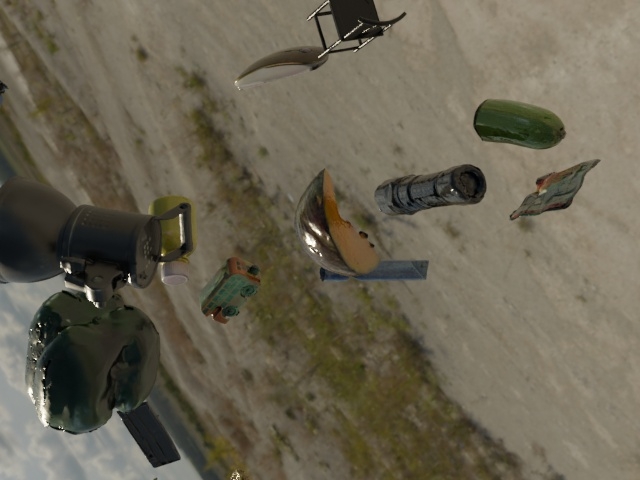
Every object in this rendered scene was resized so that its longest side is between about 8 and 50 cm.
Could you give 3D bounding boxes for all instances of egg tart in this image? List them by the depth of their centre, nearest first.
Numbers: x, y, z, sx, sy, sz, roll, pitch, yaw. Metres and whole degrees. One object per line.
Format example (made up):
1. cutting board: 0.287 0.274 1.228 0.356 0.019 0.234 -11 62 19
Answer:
1. egg tart: -0.195 0.636 1.839 0.129 0.049 0.129 -25 62 59

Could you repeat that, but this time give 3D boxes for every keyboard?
1. keyboard: -0.427 0.493 1.849 0.017 0.087 0.250 -111 4 -51

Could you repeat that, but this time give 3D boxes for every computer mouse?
1. computer mouse: -0.124 -0.533 2.219 0.310 0.158 0.072 -7 118 28

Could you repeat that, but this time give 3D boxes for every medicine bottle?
1. medicine bottle: -0.370 0.003 1.846 0.122 0.121 0.212 96 168 -64

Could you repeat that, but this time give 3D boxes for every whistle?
1. whistle: 0.151 0.082 1.993 0.062 0.304 0.062 180 90 -76

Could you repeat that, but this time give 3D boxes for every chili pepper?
1. chili pepper: -0.453 0.227 1.424 0.233 0.248 0.257 28 124 24

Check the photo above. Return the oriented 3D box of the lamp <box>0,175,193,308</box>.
1. lamp: -0.302 0.008 0.953 0.227 0.172 0.147 10 125 8

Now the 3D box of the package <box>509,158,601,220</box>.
1. package: 0.543 -0.123 1.694 0.166 0.232 0.040 -17 108 49

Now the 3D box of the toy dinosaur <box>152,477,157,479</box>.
1. toy dinosaur: -0.380 0.661 1.748 0.058 0.180 0.037 -13 155 33

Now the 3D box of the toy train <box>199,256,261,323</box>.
1. toy train: -0.223 0.120 1.812 0.099 0.188 0.072 27 -152 -28

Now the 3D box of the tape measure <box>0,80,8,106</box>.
1. tape measure: -0.676 -0.127 1.231 0.215 0.351 0.098 -4 146 28

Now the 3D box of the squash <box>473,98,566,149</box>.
1. squash: 0.398 -0.228 1.436 0.188 0.095 0.095 22 142 53

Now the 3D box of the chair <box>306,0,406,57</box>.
1. chair: 0.092 -0.608 2.005 0.260 0.154 0.141 -16 92 61

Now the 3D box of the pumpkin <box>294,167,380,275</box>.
1. pumpkin: 0.000 0.000 1.685 0.169 0.148 0.312 -11 128 28

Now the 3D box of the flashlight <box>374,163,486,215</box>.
1. flashlight: 0.239 -0.107 1.635 0.103 0.103 0.424 59 166 -9
